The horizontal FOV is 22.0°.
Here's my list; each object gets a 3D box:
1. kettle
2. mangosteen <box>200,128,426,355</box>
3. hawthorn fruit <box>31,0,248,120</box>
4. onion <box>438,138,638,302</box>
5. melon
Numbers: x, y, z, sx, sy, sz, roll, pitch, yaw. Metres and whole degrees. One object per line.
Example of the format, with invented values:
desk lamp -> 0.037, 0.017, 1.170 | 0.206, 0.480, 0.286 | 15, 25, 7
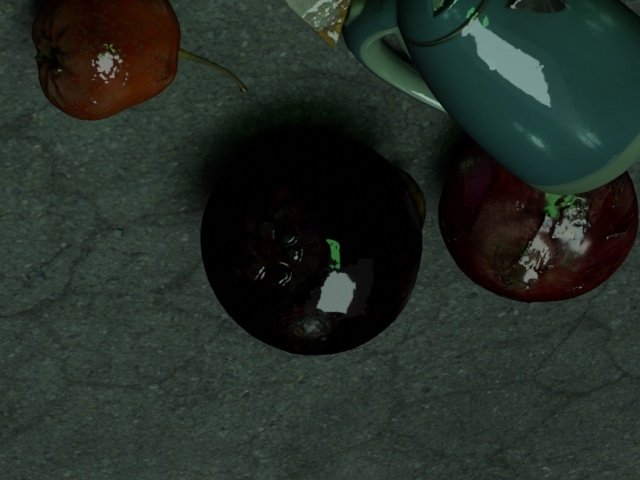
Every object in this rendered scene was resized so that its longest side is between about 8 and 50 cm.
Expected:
kettle -> 0.197, -0.225, 1.963 | 0.319, 0.247, 0.342 | -13, 148, 42
mangosteen -> -0.013, -0.004, 2.121 | 0.297, 0.313, 0.297 | -1, 107, -3
hawthorn fruit -> -0.186, -0.213, 1.859 | 0.285, 0.165, 0.165 | 2, 140, -35
onion -> 0.291, -0.040, 2.210 | 0.276, 0.276, 0.276 | -12, 144, -9
melon -> -0.006, -0.302, 1.865 | 0.139, 0.093, 0.202 | 7, 134, -19
